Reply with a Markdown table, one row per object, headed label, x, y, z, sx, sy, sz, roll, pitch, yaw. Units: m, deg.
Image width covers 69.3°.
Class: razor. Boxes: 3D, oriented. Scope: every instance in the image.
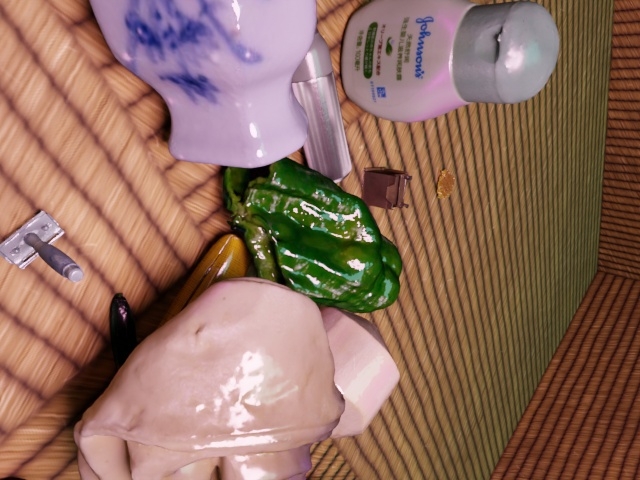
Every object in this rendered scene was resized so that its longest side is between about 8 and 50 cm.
| label | x | y | z | sx | sy | sz | roll | pitch | yaw |
| --- | --- | --- | --- | --- | --- | --- | --- | --- | --- |
| razor | -0.291 | 0.015 | 0.500 | 0.068 | 0.135 | 0.040 | -50 | 138 | -23 |

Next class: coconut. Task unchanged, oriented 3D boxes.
| label | x | y | z | sx | sy | sz | roll | pitch | yaw |
| --- | --- | --- | --- | --- | --- | --- | --- | --- | --- |
| coconut | 0.035 | 0.238 | 0.868 | 0.241 | 0.241 | 0.241 | -19 | 117 | -43 |

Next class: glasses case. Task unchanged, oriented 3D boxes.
| label | x | y | z | sx | sy | sz | roll | pitch | yaw |
| --- | --- | --- | --- | --- | --- | --- | --- | --- | --- |
| glasses case | -0.181 | 0.096 | 0.699 | 0.234 | 0.064 | 0.079 | -58 | 159 | -12 |

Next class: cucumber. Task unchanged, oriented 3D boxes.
| label | x | y | z | sx | sy | sz | roll | pitch | yaw |
| --- | --- | --- | --- | --- | --- | --- | --- | --- | --- |
| cucumber | -0.272 | 0.163 | 0.653 | 0.036 | 0.033 | 0.184 | -11 | 111 | -22 |

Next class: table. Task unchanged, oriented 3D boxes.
| label | x | y | z | sx | sy | sz | roll | pitch | yaw |
| --- | --- | --- | --- | --- | --- | --- | --- | --- | --- |
| table | 0.140 | -0.107 | 0.970 | 0.070 | 0.082 | 0.083 | -11 | 112 | -45 |

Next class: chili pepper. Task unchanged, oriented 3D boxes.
| label | x | y | z | sx | sy | sz | roll | pitch | yaw |
| --- | --- | --- | --- | --- | --- | --- | --- | --- | --- |
| chili pepper | 0.009 | 0.000 | 0.761 | 0.385 | 0.167 | 0.213 | 35 | 38 | -45 |

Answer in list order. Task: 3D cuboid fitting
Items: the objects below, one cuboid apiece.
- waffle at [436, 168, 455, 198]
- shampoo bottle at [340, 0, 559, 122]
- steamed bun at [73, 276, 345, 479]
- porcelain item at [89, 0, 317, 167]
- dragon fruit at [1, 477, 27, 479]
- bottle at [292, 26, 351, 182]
| label | x | y | z | sx | sy | sz | roll | pitch | yaw |
| --- | --- | --- | --- | --- | --- | --- | --- | --- | --- |
| waffle | 0.330 | -0.147 | 1.215 | 0.085 | 0.016 | 0.078 | 3 | 106 | -47 |
| shampoo bottle | 0.205 | -0.305 | 0.769 | 0.151 | 0.349 | 0.222 | -6 | 108 | -47 |
| steamed bun | -0.109 | 0.238 | 0.614 | 0.352 | 0.247 | 0.339 | -47 | 162 | -13 |
| porcelain item | -0.126 | -0.286 | 0.491 | 0.178 | 0.243 | 0.405 | -58 | 150 | -43 |
| dragon fruit | -0.417 | 0.366 | 0.407 | 0.329 | 0.286 | 0.228 | 32 | 76 | -57 |
| bottle | -0.013 | -0.216 | 0.773 | 0.096 | 0.079 | 0.253 | -15 | 123 | -1 |
